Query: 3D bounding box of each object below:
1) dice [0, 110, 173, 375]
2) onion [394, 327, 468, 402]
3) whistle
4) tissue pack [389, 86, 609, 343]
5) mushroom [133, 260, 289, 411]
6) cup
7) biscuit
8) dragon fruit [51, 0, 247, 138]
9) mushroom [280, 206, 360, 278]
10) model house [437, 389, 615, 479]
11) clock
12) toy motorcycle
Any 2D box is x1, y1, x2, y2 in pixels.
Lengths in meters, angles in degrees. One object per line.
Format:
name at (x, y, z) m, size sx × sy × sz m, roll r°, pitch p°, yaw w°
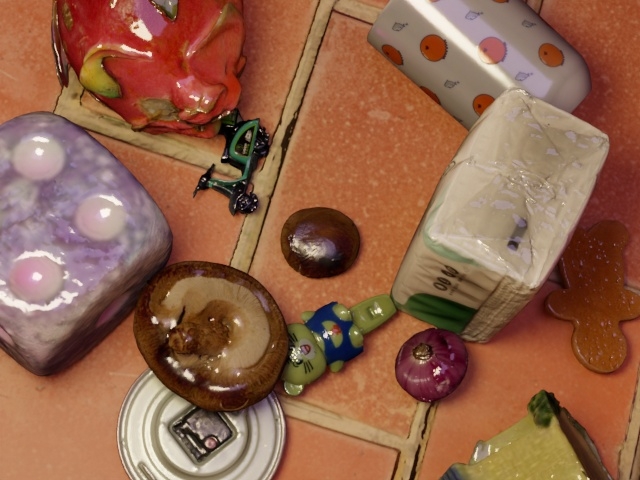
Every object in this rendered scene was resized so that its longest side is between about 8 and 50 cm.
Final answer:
dice at (-0.384, 0.007, 1.745) m, size 0.271 × 0.270 × 0.270 m, roll 43°, pitch 71°, yaw 6°
onion at (0.168, 0.187, 1.872) m, size 0.115 × 0.104 × 0.115 m, roll -19°, pitch 42°, yaw 18°
whistle at (0.013, 0.144, 1.863) m, size 0.227 × 0.085 × 0.105 m, roll -27°, pitch 82°, yaw -16°
tissue pack at (0.247, -0.022, 1.812) m, size 0.193 × 0.356 × 0.266 m, roll 28°, pitch 71°, yaw 4°
mushroom at (-0.156, 0.138, 1.781) m, size 0.231 × 0.138 × 0.194 m, roll 50°, pitch 44°, yaw 6°
cup at (0.258, -0.287, 1.968) m, size 0.317 × 0.212 × 0.212 m, roll 43°, pitch 72°, yaw 5°
biscuit at (0.424, 0.088, 1.970) m, size 0.165 × 0.036 × 0.250 m, roll 0°, pitch 71°, yaw -14°
dragon fruit at (-0.244, -0.266, 1.846) m, size 0.305 × 0.305 × 0.226 m, roll 0°, pitch 75°, yaw -9°
mushroom at (0.000, 0.000, 1.925) m, size 0.123 × 0.052 × 0.123 m, roll 3°, pitch 69°, yaw -7°
model house at (0.305, 0.421, 1.774) m, size 0.266 × 0.261 × 0.321 m, roll -32°, pitch 61°, yaw 9°
clock at (-0.171, 0.276, 1.809) m, size 0.244 × 0.056 × 0.245 m, roll 3°, pitch 72°, yaw -9°
toy motorcycle at (-0.133, -0.119, 1.939) m, size 0.100 × 0.058 × 0.173 m, roll 10°, pitch 70°, yaw 2°
